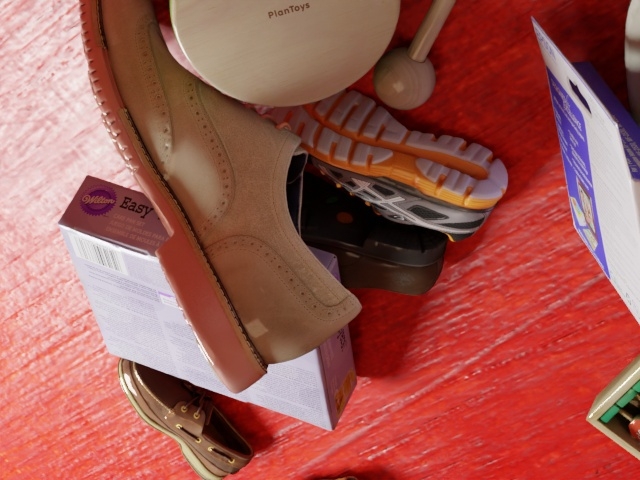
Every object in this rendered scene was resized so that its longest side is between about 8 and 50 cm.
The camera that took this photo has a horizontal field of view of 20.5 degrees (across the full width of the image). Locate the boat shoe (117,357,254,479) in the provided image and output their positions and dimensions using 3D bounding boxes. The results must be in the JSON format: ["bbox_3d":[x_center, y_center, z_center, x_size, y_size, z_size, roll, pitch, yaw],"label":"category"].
[{"bbox_3d":[-0.135,0.173,1.816,0.060,0.064,0.178,-25,117,34],"label":"boat shoe"}]

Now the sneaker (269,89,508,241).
[{"bbox_3d":[0.051,-0.060,1.521,0.215,0.084,0.083,25,142,11],"label":"sneaker"}]

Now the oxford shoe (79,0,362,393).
[{"bbox_3d":[-0.090,-0.073,1.497,0.146,0.140,0.397,-25,75,2],"label":"oxford shoe"}]

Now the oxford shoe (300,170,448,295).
[{"bbox_3d":[0.000,0.000,1.594,0.227,0.083,0.096,20,136,15],"label":"oxford shoe"}]

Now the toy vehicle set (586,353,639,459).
[{"bbox_3d":[0.368,0.123,1.520,0.166,0.035,0.267,35,133,0],"label":"toy vehicle set"}]

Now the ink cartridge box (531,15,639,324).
[{"bbox_3d":[0.228,-0.051,1.358,0.045,0.206,0.208,-19,122,-2],"label":"ink cartridge box"}]

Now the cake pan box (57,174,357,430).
[{"bbox_3d":[-0.104,0.062,1.654,0.267,0.070,0.245,17,149,18],"label":"cake pan box"}]

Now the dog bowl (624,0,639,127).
[{"bbox_3d":[0.351,-0.009,1.210,0.150,0.408,0.408,-18,121,-3],"label":"dog bowl"}]

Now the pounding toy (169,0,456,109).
[{"bbox_3d":[-0.008,-0.210,1.440,0.237,0.110,0.183,8,122,-15],"label":"pounding toy"}]

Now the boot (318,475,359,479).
[{"bbox_3d":[0.024,0.334,1.843,0.152,0.073,0.197,-25,110,39],"label":"boot"}]
